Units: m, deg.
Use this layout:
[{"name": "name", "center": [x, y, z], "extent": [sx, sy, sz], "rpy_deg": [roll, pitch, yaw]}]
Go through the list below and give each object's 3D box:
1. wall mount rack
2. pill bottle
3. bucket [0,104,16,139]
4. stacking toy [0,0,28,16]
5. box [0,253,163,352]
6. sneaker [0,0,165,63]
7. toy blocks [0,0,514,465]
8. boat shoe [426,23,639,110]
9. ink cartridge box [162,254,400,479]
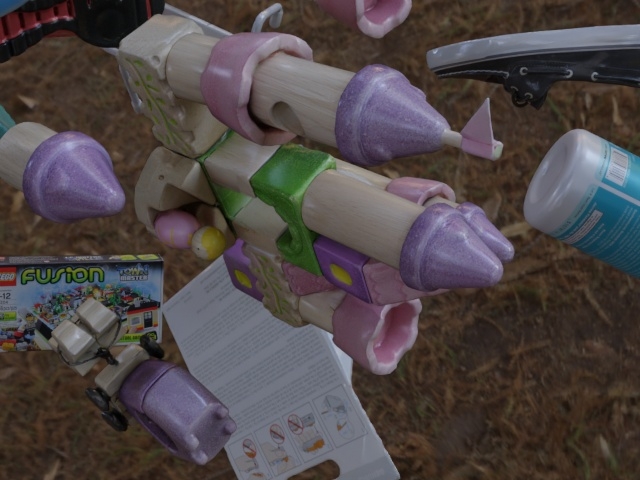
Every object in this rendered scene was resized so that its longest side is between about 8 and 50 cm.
[{"name": "wall mount rack", "center": [-0.205, -0.273, 1.341], "extent": [0.350, 0.304, 0.130], "rpy_deg": [26, 35, 7]}, {"name": "pill bottle", "center": [0.420, -0.032, 1.121], "extent": [0.264, 0.146, 0.146], "rpy_deg": [26, 75, -4]}, {"name": "bucket", "center": [-0.380, -0.106, 0.634], "extent": [0.183, 0.281, 0.281], "rpy_deg": [-44, 60, -6]}, {"name": "stacking toy", "center": [-0.465, -0.338, 0.886], "extent": [0.302, 0.175, 0.165], "rpy_deg": [14, 38, 19]}, {"name": "box", "center": [-0.303, 0.076, 1.039], "extent": [0.036, 0.207, 0.114], "rpy_deg": [-148, 60, -65]}, {"name": "sneaker", "center": [-0.366, -0.329, 1.124], "extent": [0.314, 0.115, 0.136], "rpy_deg": [-17, 42, -30]}, {"name": "toy blocks", "center": [0.000, 0.000, 0.540], "extent": [0.260, 0.288, 0.309], "rpy_deg": [25, 60, 34]}, {"name": "boat shoe", "center": [0.222, -0.168, 0.832], "extent": [0.229, 0.080, 0.076], "rpy_deg": [-3, 99, 10]}, {"name": "ink cartridge box", "center": [-0.052, 0.192, 1.208], "extent": [0.308, 0.091, 0.385], "rpy_deg": [-37, 77, 41]}]
